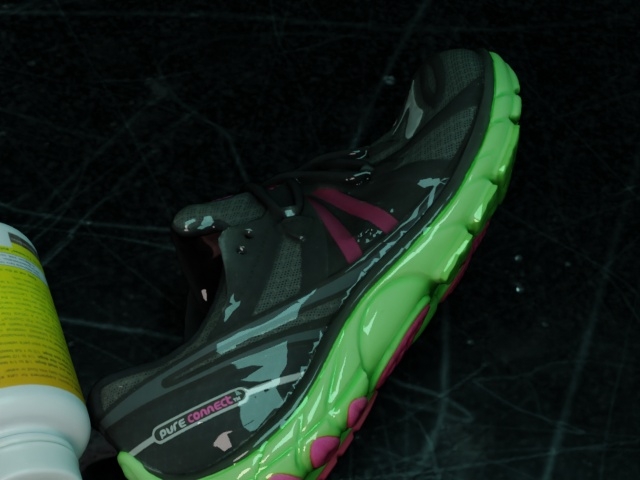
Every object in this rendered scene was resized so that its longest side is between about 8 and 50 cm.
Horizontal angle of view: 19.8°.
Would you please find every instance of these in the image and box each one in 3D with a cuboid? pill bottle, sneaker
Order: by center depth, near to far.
[{"bbox_3d":[-0.230,0.098,1.275,0.117,0.117,0.215,-10,52,-18],"label":"pill bottle"},{"bbox_3d":[0.000,0.000,1.365,0.202,0.185,0.483,32,54,6],"label":"sneaker"}]
